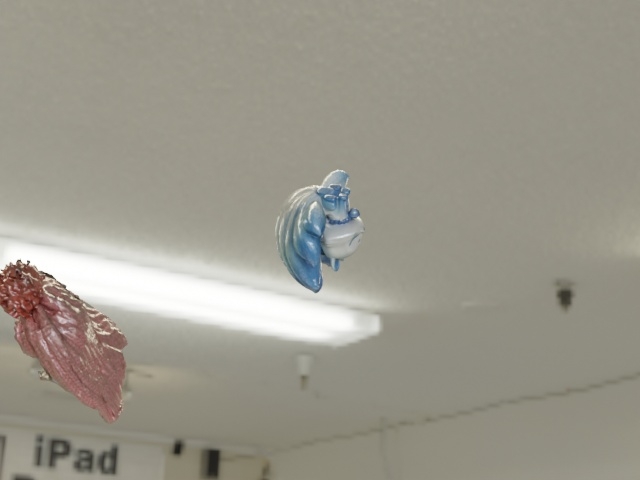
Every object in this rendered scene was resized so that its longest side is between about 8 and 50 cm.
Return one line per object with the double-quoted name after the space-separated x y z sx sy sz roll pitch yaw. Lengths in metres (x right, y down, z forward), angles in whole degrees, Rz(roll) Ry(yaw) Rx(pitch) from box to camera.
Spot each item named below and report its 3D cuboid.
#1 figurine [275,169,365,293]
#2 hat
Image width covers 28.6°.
0.000 0.000 1.103 0.079 0.114 0.114 5 -18 6 "figurine"
-0.403 0.136 1.920 0.107 0.236 0.286 -32 -50 7 "hat"
